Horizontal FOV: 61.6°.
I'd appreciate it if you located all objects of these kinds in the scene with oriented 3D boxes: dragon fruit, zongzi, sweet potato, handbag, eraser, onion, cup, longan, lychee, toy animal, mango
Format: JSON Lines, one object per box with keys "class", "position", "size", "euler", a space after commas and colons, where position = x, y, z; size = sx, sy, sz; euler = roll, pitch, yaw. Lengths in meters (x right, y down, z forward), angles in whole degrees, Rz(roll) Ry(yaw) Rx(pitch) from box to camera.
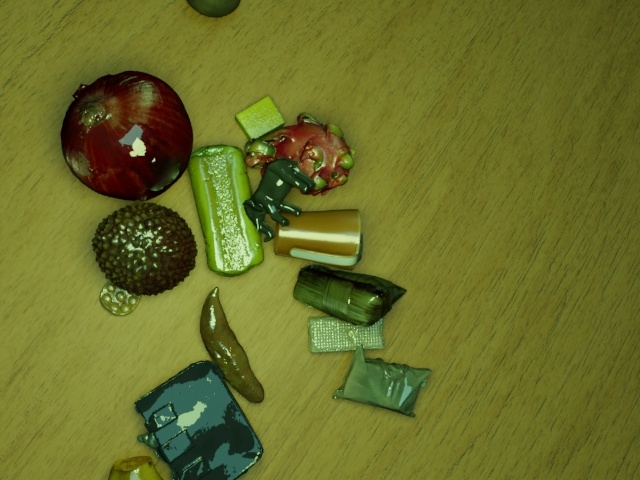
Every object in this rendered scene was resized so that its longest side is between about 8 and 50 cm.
{"class": "dragon fruit", "position": [-0.056, -0.232, 1.556], "size": [0.307, 0.227, 0.243], "euler": [-25, 99, 10]}
{"class": "zongzi", "position": [0.100, 0.147, 1.617], "size": [0.286, 0.300, 0.139], "euler": [17, 106, 27]}
{"class": "sweet potato", "position": [-0.265, 0.308, 1.505], "size": [0.106, 0.095, 0.355], "euler": [-22, 96, 5]}
{"class": "handbag", "position": [-0.340, 0.517, 1.452], "size": [0.269, 0.118, 0.326], "euler": [-30, 89, -22]}
{"class": "eraser", "position": [-0.185, -0.366, 1.636], "size": [0.122, 0.045, 0.097], "euler": [-33, 91, -14]}
{"class": "onion", "position": [-0.496, -0.255, 1.418], "size": [0.341, 0.341, 0.342], "euler": [2, 82, -13]}
{"class": "cup", "position": [0.000, 0.000, 1.553], "size": [0.263, 0.226, 0.183], "euler": [5, 116, -5]}
{"class": "longan", "position": [-0.325, -0.761, 1.605], "size": [0.184, 0.159, 0.205], "euler": [26, 39, -25]}
{"class": "lychee", "position": [-0.462, 0.019, 1.419], "size": [0.267, 0.267, 0.268], "euler": [2, 82, -13]}
{"class": "toy animal", "position": [-0.118, -0.113, 1.459], "size": [0.146, 0.114, 0.245], "euler": [32, 99, 9]}
{"class": "mango", "position": [-0.428, 0.719, 1.387], "size": [0.187, 0.144, 0.359], "euler": [-41, 90, 0]}
{"class": "handbag", "position": [0.187, 0.415, 1.583], "size": [0.270, 0.117, 0.183], "euler": [18, 98, -11]}

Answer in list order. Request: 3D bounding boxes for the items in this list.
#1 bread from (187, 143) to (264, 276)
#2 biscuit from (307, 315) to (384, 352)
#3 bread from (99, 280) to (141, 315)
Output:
{"class": "bread", "position": [-0.272, -0.087, 1.546], "size": [0.166, 0.112, 0.384], "euler": [-12, 87, -12]}
{"class": "biscuit", "position": [0.081, 0.275, 1.605], "size": [0.238, 0.062, 0.108], "euler": [-1, 83, -13]}
{"class": "bread", "position": [-0.557, 0.156, 1.495], "size": [0.110, 0.024, 0.110], "euler": [2, 82, -14]}
